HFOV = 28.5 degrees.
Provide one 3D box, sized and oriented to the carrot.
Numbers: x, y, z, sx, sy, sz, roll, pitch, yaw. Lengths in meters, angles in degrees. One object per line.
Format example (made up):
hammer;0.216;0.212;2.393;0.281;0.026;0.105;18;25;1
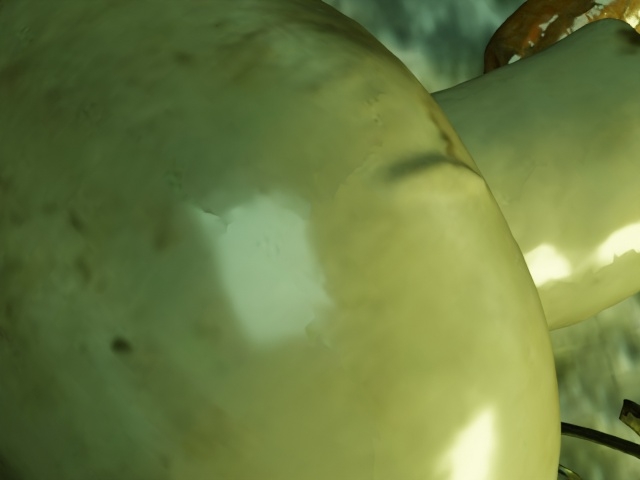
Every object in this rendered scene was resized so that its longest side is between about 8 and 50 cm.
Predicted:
carrot;0.149;-0.125;0.594;0.060;0.060;0.186;44;84;8

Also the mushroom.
mushroom;0.000;0.000;0.473;0.290;0.292;0.292;-32;80;-24

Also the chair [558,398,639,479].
chair;0.188;0.222;0.478;0.326;0.160;0.170;37;80;3
